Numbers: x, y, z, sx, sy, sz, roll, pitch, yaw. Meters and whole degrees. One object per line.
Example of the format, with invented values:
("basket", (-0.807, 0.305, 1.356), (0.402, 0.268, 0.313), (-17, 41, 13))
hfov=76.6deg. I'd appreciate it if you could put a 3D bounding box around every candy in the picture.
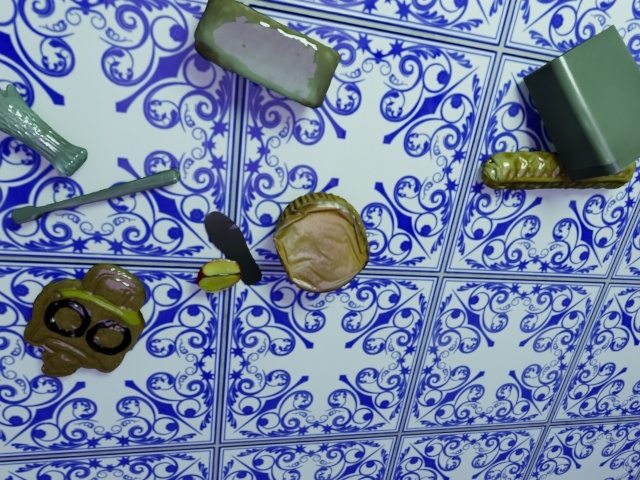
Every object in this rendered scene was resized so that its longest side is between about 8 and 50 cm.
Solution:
("candy", (-0.089, -0.313, 0.682), (0.234, 0.102, 0.104), (19, 106, -20))

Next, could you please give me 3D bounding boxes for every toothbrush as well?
("toothbrush", (-0.404, -0.082, 0.743), (0.298, 0.030, 0.030), (-17, 95, -7))

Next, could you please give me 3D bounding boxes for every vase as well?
("vase", (-0.466, -0.172, 0.669), (0.081, 0.081, 0.149), (-43, 116, 6))

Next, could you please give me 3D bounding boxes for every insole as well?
("insole", (-0.179, 0.018, 0.845), (0.064, 0.004, 0.188), (-27, 114, -1))

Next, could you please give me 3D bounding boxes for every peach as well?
("peach", (-0.208, 0.067, 0.831), (0.083, 0.050, 0.077), (-27, 140, 11))

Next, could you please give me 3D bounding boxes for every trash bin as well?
("trash bin", (0.533, -0.261, 0.793), (0.164, 0.122, 0.240), (-33, 96, -7))

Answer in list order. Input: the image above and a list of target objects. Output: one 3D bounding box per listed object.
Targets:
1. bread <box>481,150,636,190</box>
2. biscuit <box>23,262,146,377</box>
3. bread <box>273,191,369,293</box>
("bread", (0.527, -0.153, 0.895), (0.369, 0.084, 0.077), (-1, 70, -10))
("biscuit", (-0.476, 0.173, 0.821), (0.209, 0.041, 0.290), (34, 100, -21))
("bread", (0.001, 0.000, 0.826), (0.200, 0.104, 0.198), (-3, 110, -7))
